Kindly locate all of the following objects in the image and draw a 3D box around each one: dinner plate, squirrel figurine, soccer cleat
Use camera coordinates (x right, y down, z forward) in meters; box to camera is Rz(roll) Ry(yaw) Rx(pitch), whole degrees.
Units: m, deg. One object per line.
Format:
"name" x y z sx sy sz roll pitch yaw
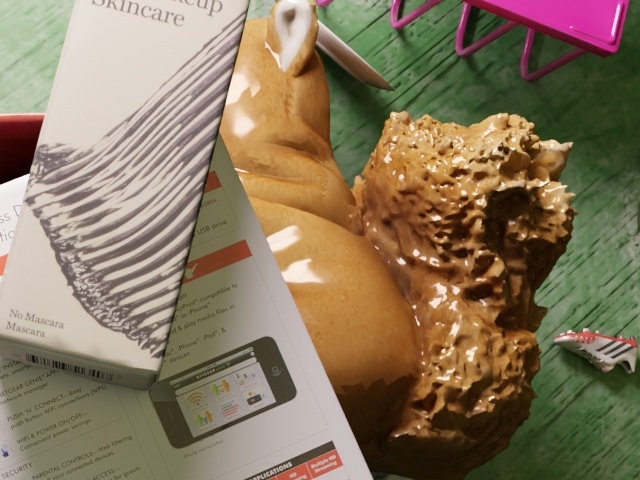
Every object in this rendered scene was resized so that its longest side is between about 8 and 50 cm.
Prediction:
"dinner plate" 0.006 -0.168 1.595 0.141 0.141 0.017 40 95 -9
"squirrel figurine" 0.000 0.000 1.495 0.397 0.281 0.370 0 62 0
"soccer cleat" 0.248 0.100 1.685 0.083 0.029 0.035 8 74 -22

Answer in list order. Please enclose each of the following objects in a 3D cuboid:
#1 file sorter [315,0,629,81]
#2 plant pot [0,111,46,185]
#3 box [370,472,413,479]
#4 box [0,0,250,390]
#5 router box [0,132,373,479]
"file sorter" 0.109 -0.279 1.619 0.291 0.182 0.202 19 75 -15
"plant pot" -0.306 0.063 1.386 0.267 0.236 0.267 -2 81 -11
"box" 0.016 0.292 1.535 0.203 0.103 0.114 -44 96 -20
"box" -0.123 -0.052 1.180 0.113 0.094 0.275 13 78 -5
"router box" -0.169 0.112 1.234 0.335 0.082 0.301 -22 83 -12
